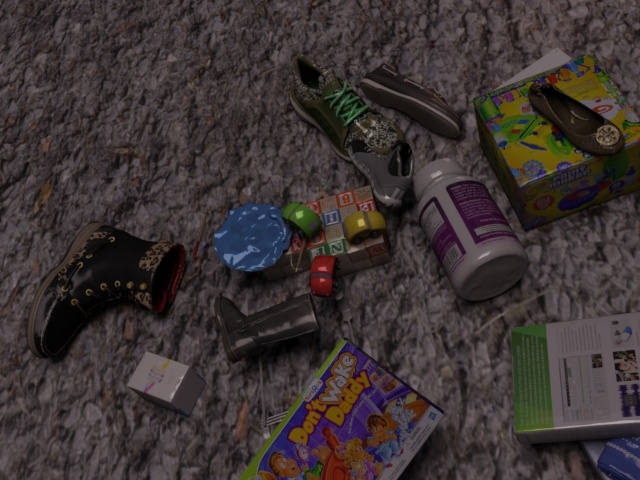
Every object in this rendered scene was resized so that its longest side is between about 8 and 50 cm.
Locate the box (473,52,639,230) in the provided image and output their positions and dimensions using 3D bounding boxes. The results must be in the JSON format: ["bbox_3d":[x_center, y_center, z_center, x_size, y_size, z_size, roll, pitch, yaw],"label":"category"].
[{"bbox_3d":[0.531,-0.220,1.775,0.290,0.177,0.279,-20,53,4],"label":"box"}]

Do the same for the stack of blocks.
[{"bbox_3d":[0.000,0.000,1.864,0.297,0.087,0.171,-16,54,8],"label":"stack of blocks"}]

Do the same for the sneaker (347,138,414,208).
[{"bbox_3d":[0.155,-0.191,1.851,0.132,0.086,0.228,-56,47,30],"label":"sneaker"}]

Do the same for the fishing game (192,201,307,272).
[{"bbox_3d":[-0.156,-0.007,1.843,0.264,0.041,0.189,3,61,11],"label":"fishing game"}]

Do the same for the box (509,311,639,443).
[{"bbox_3d":[0.515,0.248,1.465,0.322,0.058,0.232,-9,47,21],"label":"box"}]

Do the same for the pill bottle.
[{"bbox_3d":[0.310,-0.033,1.730,0.169,0.169,0.301,-24,53,2],"label":"pill bottle"}]

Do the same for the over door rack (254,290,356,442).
[{"bbox_3d":[-0.016,0.279,1.683,0.239,0.108,0.324,-21,39,4],"label":"over door rack"}]

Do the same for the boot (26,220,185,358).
[{"bbox_3d":[-0.512,0.129,1.928,0.284,0.138,0.377,8,55,23],"label":"boot"}]

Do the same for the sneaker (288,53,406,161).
[{"bbox_3d":[0.044,-0.341,2.019,0.158,0.182,0.410,-44,56,-12],"label":"sneaker"}]

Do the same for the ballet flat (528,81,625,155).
[{"bbox_3d":[0.526,-0.261,1.659,0.084,0.058,0.250,-36,55,-6],"label":"ballet flat"}]

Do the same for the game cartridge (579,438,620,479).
[{"bbox_3d":[0.574,0.348,1.457,0.198,0.062,0.297,-23,53,8],"label":"game cartridge"}]

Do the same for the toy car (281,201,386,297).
[{"bbox_3d":[-0.001,-0.019,1.771,0.225,0.053,0.239,35,77,23],"label":"toy car"}]

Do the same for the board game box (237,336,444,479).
[{"bbox_3d":[0.034,0.390,1.490,0.233,0.078,0.347,36,90,9],"label":"board game box"}]

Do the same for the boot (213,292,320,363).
[{"bbox_3d":[-0.116,0.159,1.729,0.208,0.076,0.189,-29,52,7],"label":"boot"}]

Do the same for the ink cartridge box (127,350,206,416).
[{"bbox_3d":[-0.347,0.315,1.768,0.143,0.092,0.090,13,63,27],"label":"ink cartridge box"}]

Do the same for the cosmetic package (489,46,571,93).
[{"bbox_3d":[0.497,-0.355,1.927,0.239,0.099,0.060,-35,53,-5],"label":"cosmetic package"}]

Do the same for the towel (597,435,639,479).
[{"bbox_3d":[0.672,0.328,1.390,0.243,0.040,0.336,29,69,34],"label":"towel"}]

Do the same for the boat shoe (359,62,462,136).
[{"bbox_3d":[0.240,-0.367,2.015,0.335,0.112,0.095,33,77,37],"label":"boat shoe"}]
